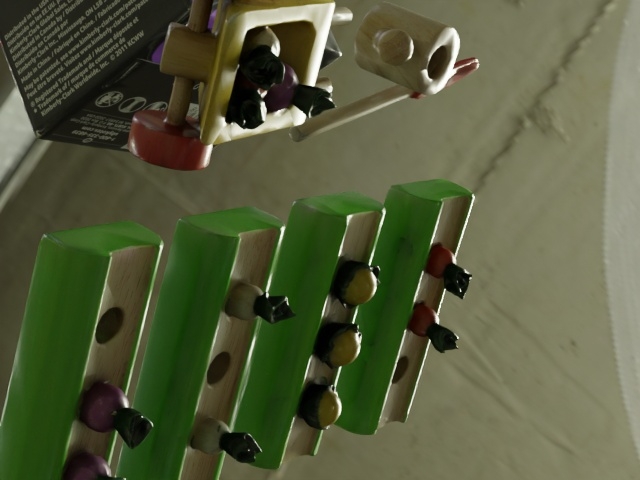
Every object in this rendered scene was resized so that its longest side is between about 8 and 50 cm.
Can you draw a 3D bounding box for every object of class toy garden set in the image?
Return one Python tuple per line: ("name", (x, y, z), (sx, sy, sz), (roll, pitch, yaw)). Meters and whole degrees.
("toy garden set", (0.000, 0.000, 0.605), (0.049, 0.244, 0.203), (26, -70, 30))

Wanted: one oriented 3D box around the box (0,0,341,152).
("box", (-0.128, -0.205, 1.085), (0.143, 0.165, 0.270), (-33, -112, 28))
